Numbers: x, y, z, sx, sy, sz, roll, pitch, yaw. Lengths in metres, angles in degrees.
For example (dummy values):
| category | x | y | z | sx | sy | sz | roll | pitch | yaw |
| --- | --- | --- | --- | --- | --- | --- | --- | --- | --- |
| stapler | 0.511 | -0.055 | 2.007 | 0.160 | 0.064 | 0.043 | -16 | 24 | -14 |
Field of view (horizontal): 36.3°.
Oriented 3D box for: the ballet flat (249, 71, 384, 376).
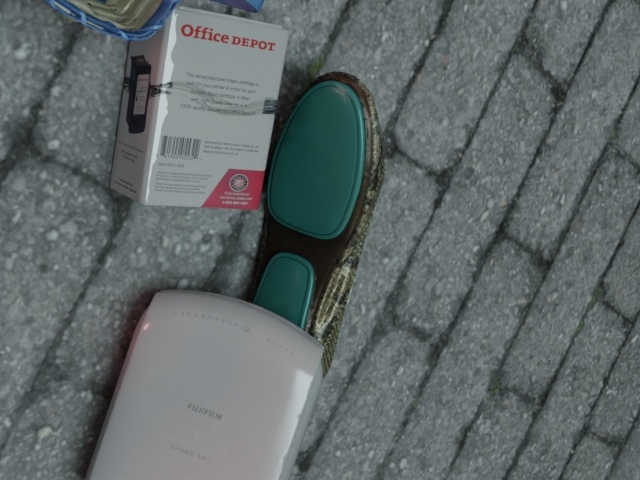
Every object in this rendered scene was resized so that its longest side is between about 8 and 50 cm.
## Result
| category | x | y | z | sx | sy | sz | roll | pitch | yaw |
| --- | --- | --- | --- | --- | --- | --- | --- | --- | --- |
| ballet flat | 0.000 | 0.000 | 1.375 | 0.182 | 0.164 | 0.482 | -11 | 118 | -58 |

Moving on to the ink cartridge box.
| category | x | y | z | sx | sy | sz | roll | pitch | yaw |
| --- | --- | --- | --- | --- | --- | --- | --- | --- | --- |
| ink cartridge box | -0.152 | -0.165 | 1.216 | 0.172 | 0.100 | 0.237 | 1 | 104 | -38 |

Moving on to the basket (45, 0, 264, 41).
| category | x | y | z | sx | sy | sz | roll | pitch | yaw |
| --- | --- | --- | --- | --- | --- | --- | --- | --- | --- |
| basket | -0.212 | -0.319 | 0.997 | 0.255 | 0.289 | 0.201 | 29 | 86 | -39 |

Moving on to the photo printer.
| category | x | y | z | sx | sy | sz | roll | pitch | yaw |
| --- | --- | --- | --- | --- | --- | --- | --- | --- | --- |
| photo printer | -0.145 | 0.226 | 1.271 | 0.256 | 0.107 | 0.307 | 20 | 93 | 2 |
